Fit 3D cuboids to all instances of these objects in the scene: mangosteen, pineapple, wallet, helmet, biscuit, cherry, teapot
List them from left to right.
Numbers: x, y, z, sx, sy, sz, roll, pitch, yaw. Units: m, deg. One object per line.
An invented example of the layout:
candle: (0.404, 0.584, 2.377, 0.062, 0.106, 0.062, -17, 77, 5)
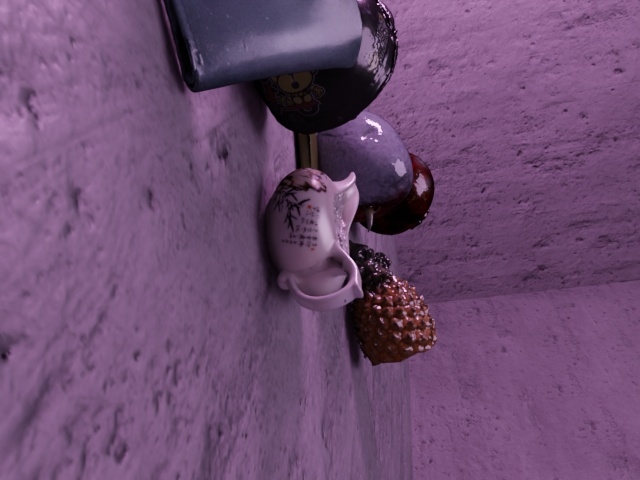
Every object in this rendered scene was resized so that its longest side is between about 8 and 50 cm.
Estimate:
wallet: (-0.073, -0.333, 0.562, 0.251, 0.054, 0.290, -23, 111, -31)
biscuit: (-0.031, -0.258, 1.057, 0.099, 0.038, 0.322, 54, 29, -71)
helmet: (-0.008, -0.316, 0.763, 0.160, 0.231, 0.278, 36, 66, -54)
teapot: (0.000, 0.000, 0.780, 0.299, 0.166, 0.208, -99, -176, -49)
cherry: (0.092, -0.161, 1.126, 0.255, 0.218, 0.296, 112, -38, -74)
pineapple: (0.158, 0.147, 1.321, 0.357, 0.223, 0.223, 66, 11, 6)
mangosteen: (0.222, -0.169, 1.595, 0.311, 0.312, 0.311, -8, 90, -78)
